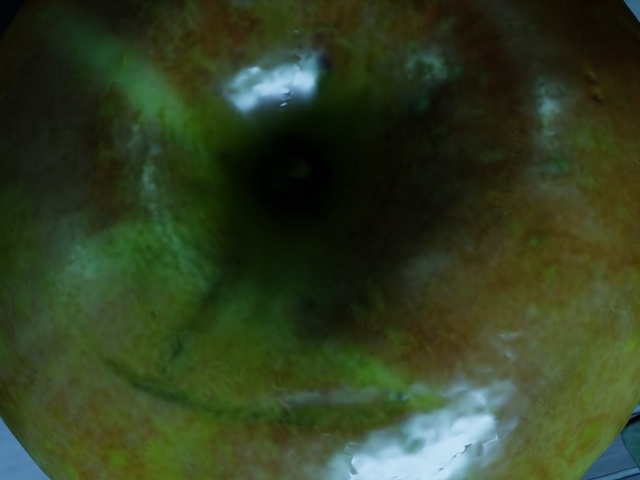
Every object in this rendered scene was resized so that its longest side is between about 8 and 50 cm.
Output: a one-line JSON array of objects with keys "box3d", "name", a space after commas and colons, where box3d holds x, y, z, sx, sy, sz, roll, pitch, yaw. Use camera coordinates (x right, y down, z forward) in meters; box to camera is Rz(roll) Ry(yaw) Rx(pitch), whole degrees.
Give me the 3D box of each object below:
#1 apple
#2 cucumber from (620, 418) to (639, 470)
[{"box3d": [0.000, 0.000, 0.495, 0.196, 0.196, 0.196, -15, 153, -8], "name": "apple"}, {"box3d": [0.291, 0.078, 0.960, 0.244, 0.063, 0.115, -33, 150, 22], "name": "cucumber"}]
